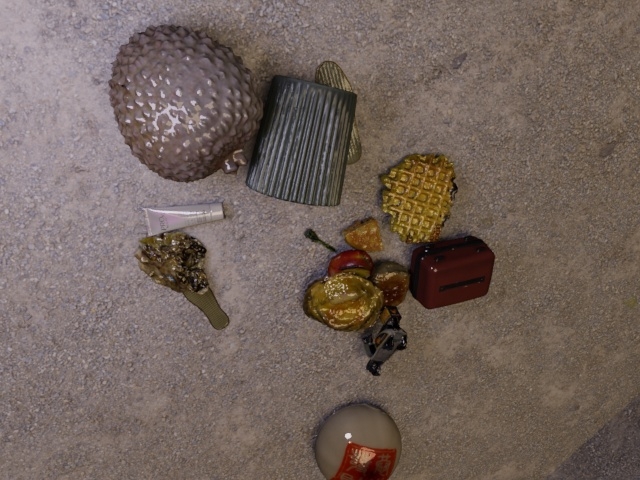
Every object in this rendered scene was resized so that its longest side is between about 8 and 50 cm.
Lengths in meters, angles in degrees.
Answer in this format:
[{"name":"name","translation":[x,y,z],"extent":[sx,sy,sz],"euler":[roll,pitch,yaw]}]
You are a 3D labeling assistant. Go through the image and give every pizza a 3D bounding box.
[{"name":"pizza","translation":[0.163,-0.022,1.922],"extent":[0.175,0.046,0.134],"euler":[30,101,-29]}]

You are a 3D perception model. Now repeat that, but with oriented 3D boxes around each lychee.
[{"name":"lychee","translation":[-0.349,-0.350,1.416],"extent":[0.380,0.380,0.432],"euler":[-39,94,-1]}]

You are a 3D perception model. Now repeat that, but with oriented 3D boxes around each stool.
[{"name":"stool","translation":[-0.048,-0.295,1.592],"extent":[0.297,0.297,0.330],"euler":[7,106,-23]}]

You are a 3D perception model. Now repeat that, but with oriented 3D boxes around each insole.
[{"name":"insole","translation":[-0.391,0.212,1.844],"extent":[0.086,0.005,0.253],"euler":[-33,120,-3]},{"name":"insole","translation":[0.064,-0.405,1.739],"extent":[0.119,0.009,0.348],"euler":[-22,118,-11]}]

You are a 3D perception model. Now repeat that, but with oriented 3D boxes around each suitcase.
[{"name":"suitcase","translation":[0.490,0.120,2.030],"extent":[0.297,0.161,0.236],"euler":[-12,124,-17]}]

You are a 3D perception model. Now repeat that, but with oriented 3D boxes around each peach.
[{"name":"peach","translation":[0.102,0.085,1.908],"extent":[0.172,0.092,0.127],"euler":[-15,154,25]}]

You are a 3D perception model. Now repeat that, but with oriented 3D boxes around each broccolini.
[{"name":"broccolini","translation":[0.000,0.000,1.889],"extent":[0.140,0.030,0.035],"euler":[30,64,-33]}]

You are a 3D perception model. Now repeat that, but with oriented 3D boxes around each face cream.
[{"name":"face cream","translation":[-0.421,-0.077,1.681],"extent":[0.244,0.058,0.092],"euler":[-10,111,-11]}]

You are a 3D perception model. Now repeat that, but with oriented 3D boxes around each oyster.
[{"name":"oyster","translation":[-0.470,0.076,1.715],"extent":[0.223,0.083,0.214],"euler":[-6,110,-9]}]

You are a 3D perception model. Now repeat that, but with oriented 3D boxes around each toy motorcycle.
[{"name":"toy motorcycle","translation":[0.231,0.387,2.025],"extent":[0.091,0.157,0.263],"euler":[7,129,-30]}]

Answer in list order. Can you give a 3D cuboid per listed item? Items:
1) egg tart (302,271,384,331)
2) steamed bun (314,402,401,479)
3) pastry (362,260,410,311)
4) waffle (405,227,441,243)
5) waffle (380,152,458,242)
[{"name":"egg tart","translation":[0.082,0.238,1.913],"extent":[0.297,0.132,0.297],"euler":[0,129,0]},{"name":"steamed bun","translation":[0.167,0.870,2.209],"extent":[0.375,0.241,0.374],"euler":[-8,118,-15]},{"name":"pastry","translation":[0.236,0.170,2.005],"extent":[0.182,0.093,0.192],"euler":[2,119,-22]},{"name":"waffle","translation":[0.376,-0.043,1.993],"extent":[0.148,0.042,0.102],"euler":[-3,112,-19]},{"name":"waffle","translation":[0.355,-0.150,1.902],"extent":[0.307,0.060,0.311],"euler":[-19,107,-12]}]
